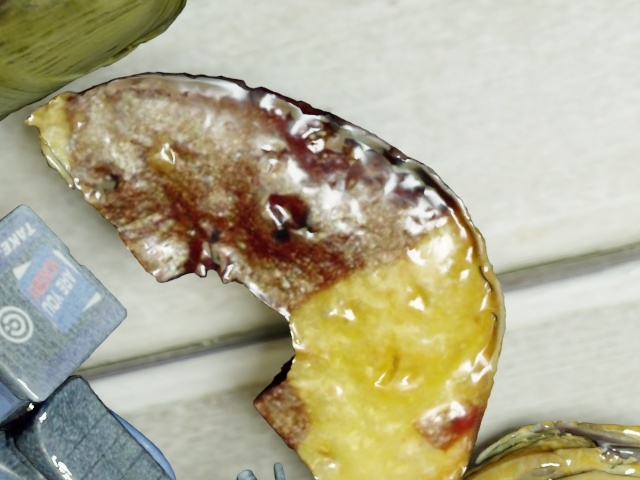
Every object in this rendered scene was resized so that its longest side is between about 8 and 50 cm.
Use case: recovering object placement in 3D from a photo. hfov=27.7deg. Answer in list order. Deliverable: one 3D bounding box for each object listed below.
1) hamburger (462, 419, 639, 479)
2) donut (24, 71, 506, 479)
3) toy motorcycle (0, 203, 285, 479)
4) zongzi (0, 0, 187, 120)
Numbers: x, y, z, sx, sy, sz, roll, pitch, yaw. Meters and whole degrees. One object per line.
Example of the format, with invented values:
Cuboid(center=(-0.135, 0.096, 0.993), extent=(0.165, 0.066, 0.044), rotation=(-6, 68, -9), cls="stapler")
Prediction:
Cuboid(center=(0.176, 0.249, 0.731), extent=(0.319, 0.158, 0.318), rotation=(1, 103, 3), cls="hamburger")
Cuboid(center=(0.000, 0.000, 0.691), extent=(0.151, 0.112, 0.295), rotation=(-38, 102, 10), cls="donut")
Cuboid(center=(-0.096, 0.169, 0.699), extent=(0.358, 0.125, 0.213), rotation=(46, 132, -6), cls="toy motorcycle")
Cuboid(center=(-0.247, -0.162, 0.644), extent=(0.300, 0.145, 0.274), rotation=(-30, 99, 17), cls="zongzi")
